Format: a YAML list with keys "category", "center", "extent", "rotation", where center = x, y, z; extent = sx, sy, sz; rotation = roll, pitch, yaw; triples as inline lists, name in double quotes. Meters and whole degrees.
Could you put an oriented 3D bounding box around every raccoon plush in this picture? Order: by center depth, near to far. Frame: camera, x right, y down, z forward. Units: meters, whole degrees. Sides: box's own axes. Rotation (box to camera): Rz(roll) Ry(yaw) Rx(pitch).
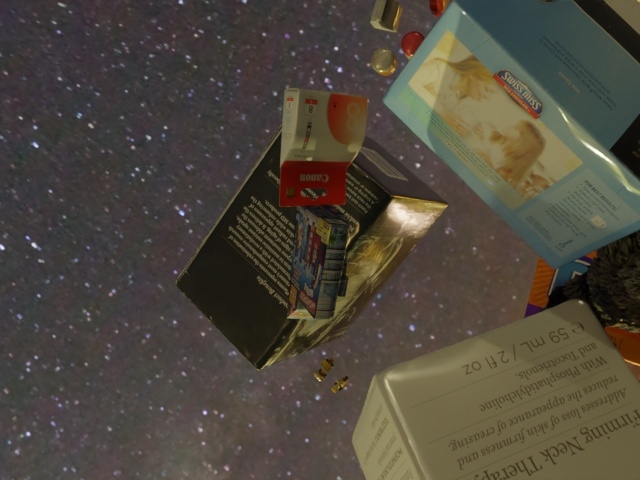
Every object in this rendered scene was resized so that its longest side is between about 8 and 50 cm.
- category: "raccoon plush"
  center: [0.495, 0.129, 0.947]
  extent: [0.299, 0.215, 0.447]
  rotation: [-77, 4, -51]

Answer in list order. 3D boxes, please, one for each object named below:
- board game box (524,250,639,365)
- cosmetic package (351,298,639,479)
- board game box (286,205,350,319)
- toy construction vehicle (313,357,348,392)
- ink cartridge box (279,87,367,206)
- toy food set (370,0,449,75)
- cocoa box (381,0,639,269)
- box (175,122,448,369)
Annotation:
- category: "board game box"
  center: [0.678, 0.047, 1.314]
  extent: [0.356, 0.356, 0.357]
  rotation: [4, -79, -48]
- category: "cosmetic package"
  center: [0.276, 0.358, 0.913]
  extent: [0.329, 0.394, 0.327]
  rotation: [-17, -29, -15]
- category: "board game box"
  center: [-0.002, 0.051, 1.064]
  extent: [0.060, 0.194, 0.194]
  rotation: [5, -78, -17]
- category: "toy construction vehicle"
  center: [0.031, 0.336, 1.670]
  extent: [0.035, 0.086, 0.098]
  rotation: [-48, -14, 23]
- category: "ink cartridge box"
  center: [0.005, -0.142, 1.042]
  extent: [0.145, 0.045, 0.180]
  rotation: [-4, -80, -40]
- category: "toy food set"
  center: [0.137, -0.376, 1.032]
  extent: [0.104, 0.111, 0.233]
  rotation: [-7, -66, -74]
- category: "cocoa box"
  center: [0.301, -0.179, 0.863]
  extent: [0.228, 0.347, 0.231]
  rotation: [-45, -2, -25]
- category: "box"
  center: [0.000, 0.000, 1.560]
  extent: [0.472, 0.297, 0.479]
  rotation: [-52, -18, 17]
